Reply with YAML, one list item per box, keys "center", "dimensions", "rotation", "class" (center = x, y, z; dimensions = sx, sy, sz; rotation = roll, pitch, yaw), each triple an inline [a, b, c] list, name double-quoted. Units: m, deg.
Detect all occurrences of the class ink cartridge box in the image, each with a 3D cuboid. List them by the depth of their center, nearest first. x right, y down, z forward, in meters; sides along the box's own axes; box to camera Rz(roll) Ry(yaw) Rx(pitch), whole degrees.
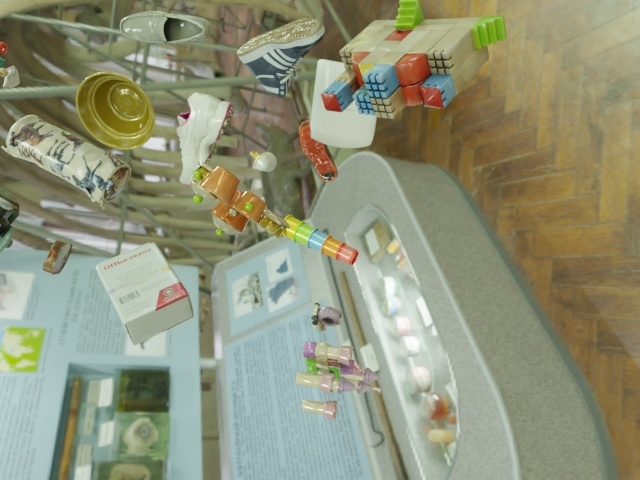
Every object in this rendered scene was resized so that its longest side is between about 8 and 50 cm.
- center: [-0.346, 0.099, 1.071]
  dimensions: [0.175, 0.127, 0.072]
  rotation: [46, 151, 37]
  class: "ink cartridge box"

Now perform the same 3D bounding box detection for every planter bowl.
- center: [-0.544, -0.367, 1.488]
  dimensions: [0.090, 0.217, 0.217]
  rotation: [-81, 11, -55]
  class: "planter bowl"

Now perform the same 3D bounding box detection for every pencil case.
- center: [-0.905, -0.287, 1.948]
  dimensions: [0.184, 0.410, 0.160]
  rotation: [-64, 5, -28]
  class: "pencil case"

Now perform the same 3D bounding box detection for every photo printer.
- center: [0.094, -0.507, 2.058]
  dimensions: [0.107, 0.255, 0.308]
  rotation: [-140, 57, -75]
  class: "photo printer"

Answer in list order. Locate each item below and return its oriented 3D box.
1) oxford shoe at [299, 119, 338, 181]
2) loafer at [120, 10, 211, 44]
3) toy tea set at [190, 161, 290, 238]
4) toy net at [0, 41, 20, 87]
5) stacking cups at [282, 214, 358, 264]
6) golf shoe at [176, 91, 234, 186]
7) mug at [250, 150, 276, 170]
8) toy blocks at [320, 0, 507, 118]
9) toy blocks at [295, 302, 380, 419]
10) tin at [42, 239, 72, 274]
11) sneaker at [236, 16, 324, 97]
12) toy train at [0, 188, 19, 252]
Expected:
- center: [-0.008, -0.374, 2.284]
  dimensions: [0.272, 0.096, 0.098]
  rotation: [66, -163, -5]
  class: "oxford shoe"
- center: [-0.546, -0.743, 1.896]
  dimensions: [0.111, 0.319, 0.112]
  rotation: [-90, -2, -69]
  class: "loafer"
- center: [-0.219, -0.072, 1.272]
  dimensions: [0.200, 0.336, 0.124]
  rotation: [31, 84, 29]
  class: "toy tea set"
- center: [-1.083, -0.598, 1.827]
  dimensions: [0.122, 0.045, 0.232]
  rotation: [-60, -3, -7]
  class: "toy net"
- center: [0.000, 0.000, 2.105]
  dimensions: [0.096, 0.316, 0.096]
  rotation: [-56, -20, -32]
  class: "stacking cups"
- center: [-0.368, -0.298, 1.599]
  dimensions: [0.306, 0.140, 0.115]
  rotation: [-57, 14, 29]
  class: "golf shoe"
- center: [-0.187, -0.249, 1.731]
  dimensions: [0.064, 0.078, 0.062]
  rotation: [-36, -46, -69]
  class: "mug"
- center: [0.169, -0.372, 1.182]
  dimensions: [0.381, 0.261, 0.191]
  rotation: [18, 146, 41]
  class: "toy blocks"
- center: [0.082, 0.427, 1.870]
  dimensions: [0.289, 0.259, 0.309]
  rotation: [83, -163, -51]
  class: "toy blocks"
- center: [-0.819, 0.051, 1.697]
  dimensions: [0.106, 0.040, 0.189]
  rotation: [-65, 14, -9]
  class: "tin"
- center: [-0.074, -0.459, 1.386]
  dimensions: [0.282, 0.153, 0.099]
  rotation: [2, 49, 42]
  class: "sneaker"
- center: [-0.839, 0.012, 1.272]
  dimensions: [0.334, 0.142, 0.190]
  rotation: [-47, 39, 6]
  class: "toy train"
